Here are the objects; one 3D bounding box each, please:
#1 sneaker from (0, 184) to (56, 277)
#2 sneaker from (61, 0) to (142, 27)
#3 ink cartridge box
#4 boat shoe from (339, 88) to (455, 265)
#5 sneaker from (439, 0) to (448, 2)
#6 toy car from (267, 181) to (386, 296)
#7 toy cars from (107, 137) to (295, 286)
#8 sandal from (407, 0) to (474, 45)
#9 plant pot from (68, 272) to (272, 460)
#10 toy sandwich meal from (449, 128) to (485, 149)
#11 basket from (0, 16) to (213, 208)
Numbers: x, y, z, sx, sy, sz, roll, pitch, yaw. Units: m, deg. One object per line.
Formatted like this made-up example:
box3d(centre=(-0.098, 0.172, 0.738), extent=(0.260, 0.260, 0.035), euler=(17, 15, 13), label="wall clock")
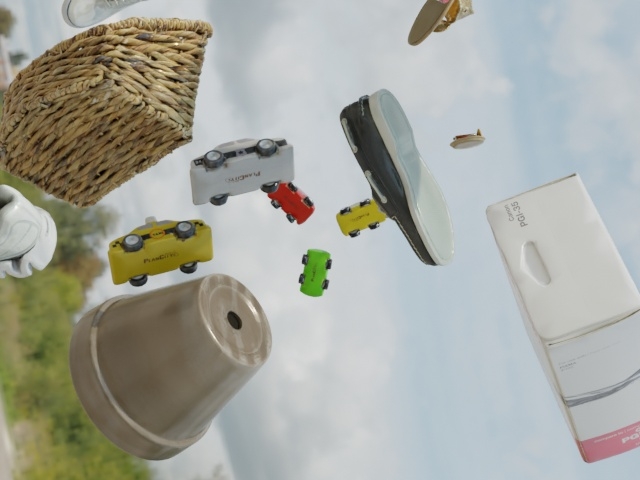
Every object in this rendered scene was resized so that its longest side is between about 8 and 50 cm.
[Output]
box3d(centre=(-0.450, 0.000, 1.412), extent=(0.118, 0.292, 0.110), euler=(78, -3, -68), label="sneaker")
box3d(centre=(-0.391, -0.499, 2.496), extent=(0.091, 0.258, 0.094), euler=(29, -30, 54), label="sneaker")
box3d(centre=(0.297, 0.094, 1.445), extent=(0.283, 0.117, 0.207), euler=(62, 8, -50), label="ink cartridge box")
box3d(centre=(0.125, -0.092, 2.041), extent=(0.091, 0.114, 0.302), euler=(-22, -93, 32), label="boat shoe")
box3d(centre=(0.153, -0.434, 2.103), extent=(0.087, 0.128, 0.221), euler=(-64, -164, 14), label="sneaker")
box3d(centre=(0.000, 0.000, 2.517), extent=(0.053, 0.239, 0.225), euler=(-66, 167, -76), label="toy car")
box3d(centre=(-0.216, -0.063, 2.203), extent=(0.176, 0.394, 0.087), euler=(32, 20, -44), label="toy cars")
box3d(centre=(0.254, -0.440, 2.284), extent=(0.240, 0.079, 0.088), euler=(-60, -154, 9), label="sandal")
box3d(centre=(-0.251, 0.204, 2.331), extent=(0.280, 0.323, 0.323), euler=(-32, -118, 28), label="plant pot")
box3d(centre=(0.311, -0.216, 2.681), extent=(0.085, 0.086, 0.029), euler=(132, -49, -73), label="toy sandwich meal")
box3d(centre=(-0.333, -0.223, 1.852), extent=(0.299, 0.213, 0.223), euler=(-27, -134, 41), label="basket")
